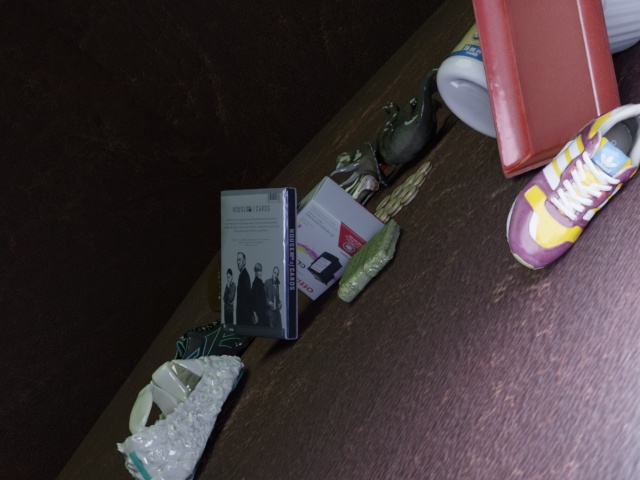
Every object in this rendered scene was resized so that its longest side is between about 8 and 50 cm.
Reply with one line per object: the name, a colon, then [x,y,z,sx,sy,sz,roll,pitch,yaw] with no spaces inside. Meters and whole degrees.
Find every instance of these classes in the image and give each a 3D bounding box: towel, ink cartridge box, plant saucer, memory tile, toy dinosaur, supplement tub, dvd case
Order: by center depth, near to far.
plant saucer: [0.255,-0.216,1.390,0.048,0.259,0.258,-8,-4,-15]
supplement tub: [0.264,-0.250,1.644,0.199,0.144,0.144,-52,8,-17]
towel: [0.073,0.029,1.814,0.110,0.027,0.148,-46,7,21]
dvd case: [-0.101,0.036,1.988,0.179,0.030,0.238,0,90,51]
ink cartridge box: [0.000,0.000,1.994,0.175,0.127,0.072,-44,12,42]
memory tile: [0.126,-0.067,2.033,0.148,0.012,0.113,-43,10,43]
toy dinosaur: [0.160,-0.194,2.202,0.313,0.121,0.160,-33,30,51]

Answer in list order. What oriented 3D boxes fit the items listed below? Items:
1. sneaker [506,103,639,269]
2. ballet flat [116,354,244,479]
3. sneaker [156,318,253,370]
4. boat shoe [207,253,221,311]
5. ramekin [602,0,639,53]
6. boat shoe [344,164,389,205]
sneaker: [0.238,-0.055,1.128,0.185,0.069,0.084,-53,3,-20]
ballet flat: [-0.221,0.262,1.968,0.147,0.147,0.409,-47,7,19]
sneaker: [-0.198,0.189,2.291,0.267,0.106,0.101,-53,6,-33]
boat shoe: [-0.101,0.054,2.408,0.342,0.123,0.123,-40,50,43]
ramekin: [0.308,-0.337,1.468,0.127,0.272,0.273,-7,-6,-17]
boat shoe: [0.086,-0.100,2.320,0.137,0.049,0.043,-47,50,2]
